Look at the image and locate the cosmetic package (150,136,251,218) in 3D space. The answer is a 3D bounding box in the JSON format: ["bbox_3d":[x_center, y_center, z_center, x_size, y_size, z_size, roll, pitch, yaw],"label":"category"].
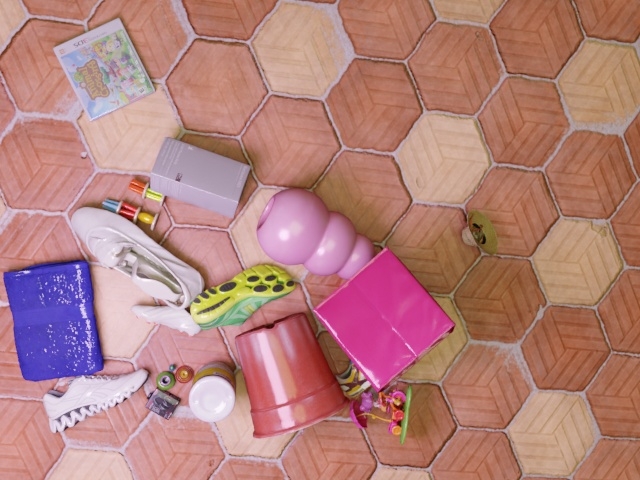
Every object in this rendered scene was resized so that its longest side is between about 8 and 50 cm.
[{"bbox_3d":[-0.314,-0.164,1.815,0.237,0.107,0.127,16,62,-5],"label":"cosmetic package"}]

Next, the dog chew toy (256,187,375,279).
[{"bbox_3d":[0.000,0.000,1.835,0.331,0.206,0.207,27,91,-15],"label":"dog chew toy"}]

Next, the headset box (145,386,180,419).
[{"bbox_3d":[-0.437,0.445,1.898,0.083,0.032,0.062,33,90,-8],"label":"headset box"}]

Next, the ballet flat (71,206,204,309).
[{"bbox_3d":[-0.487,0.050,1.805,0.400,0.139,0.139,34,90,-8],"label":"ballet flat"}]

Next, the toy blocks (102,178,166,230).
[{"bbox_3d":[-0.497,-0.108,1.843,0.148,0.054,0.123,20,92,-6],"label":"toy blocks"}]

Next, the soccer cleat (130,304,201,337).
[{"bbox_3d":[-0.413,0.200,1.871,0.196,0.068,0.076,21,87,-14],"label":"soccer cleat"}]

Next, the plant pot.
[{"bbox_3d":[-0.091,0.344,1.824,0.272,0.272,0.265,-19,87,-4],"label":"plant pot"}]

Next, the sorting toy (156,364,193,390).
[{"bbox_3d":[-0.400,0.369,1.884,0.101,0.042,0.061,-17,80,-14],"label":"sorting toy"}]

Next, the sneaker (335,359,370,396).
[{"bbox_3d":[0.129,0.353,1.928,0.185,0.069,0.084,-41,102,-3],"label":"sneaker"}]

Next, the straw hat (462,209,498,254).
[{"bbox_3d":[0.431,-0.014,1.934,0.061,0.144,0.145,-28,98,38],"label":"straw hat"}]

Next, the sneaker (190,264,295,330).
[{"bbox_3d":[-0.211,0.157,1.873,0.295,0.124,0.109,-19,59,-18],"label":"sneaker"}]

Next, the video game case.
[{"bbox_3d":[-0.571,-0.451,1.828,0.193,0.023,0.213,-26,96,-3],"label":"video game case"}]

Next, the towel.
[{"bbox_3d":[-0.704,0.213,1.841,0.227,0.076,0.308,-7,95,2],"label":"towel"}]

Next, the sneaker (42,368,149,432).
[{"bbox_3d":[-0.604,0.404,1.846,0.292,0.110,0.118,-25,89,-4],"label":"sneaker"}]

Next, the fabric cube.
[{"bbox_3d":[0.168,0.213,1.795,0.259,0.254,0.258,-41,76,-1],"label":"fabric cube"}]

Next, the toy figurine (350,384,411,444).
[{"bbox_3d":[0.162,0.470,1.916,0.159,0.130,0.173,9,107,3],"label":"toy figurine"}]

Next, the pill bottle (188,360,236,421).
[{"bbox_3d":[-0.281,0.391,1.821,0.119,0.208,0.119,0,94,-6],"label":"pill bottle"}]
